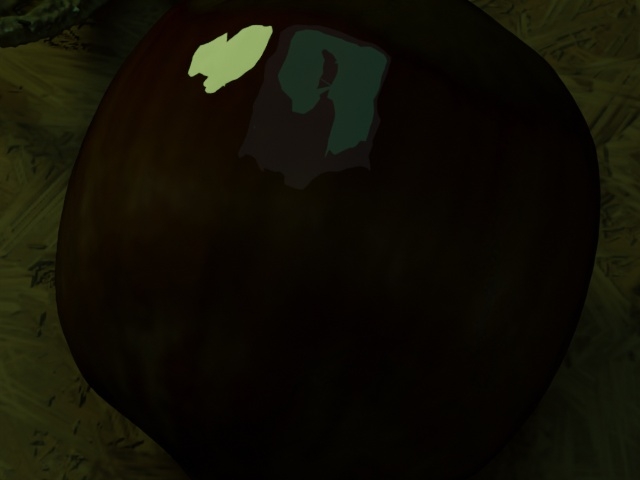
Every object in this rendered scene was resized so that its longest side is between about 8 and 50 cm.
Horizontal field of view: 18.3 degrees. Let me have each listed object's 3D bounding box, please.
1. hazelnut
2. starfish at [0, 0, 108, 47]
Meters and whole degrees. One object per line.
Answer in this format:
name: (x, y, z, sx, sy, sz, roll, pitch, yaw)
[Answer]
hazelnut: (0.003, -0.009, 1.313, 0.366, 0.366, 0.366, 2, 55, -3)
starfish: (-0.223, -0.316, 1.625, 0.324, 0.082, 0.432, -3, 58, -23)
